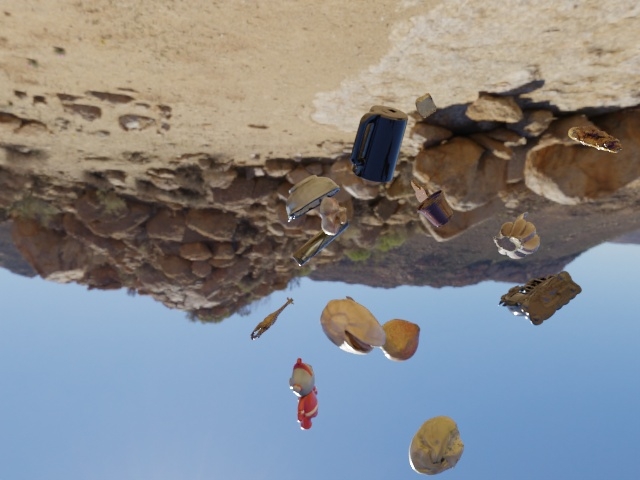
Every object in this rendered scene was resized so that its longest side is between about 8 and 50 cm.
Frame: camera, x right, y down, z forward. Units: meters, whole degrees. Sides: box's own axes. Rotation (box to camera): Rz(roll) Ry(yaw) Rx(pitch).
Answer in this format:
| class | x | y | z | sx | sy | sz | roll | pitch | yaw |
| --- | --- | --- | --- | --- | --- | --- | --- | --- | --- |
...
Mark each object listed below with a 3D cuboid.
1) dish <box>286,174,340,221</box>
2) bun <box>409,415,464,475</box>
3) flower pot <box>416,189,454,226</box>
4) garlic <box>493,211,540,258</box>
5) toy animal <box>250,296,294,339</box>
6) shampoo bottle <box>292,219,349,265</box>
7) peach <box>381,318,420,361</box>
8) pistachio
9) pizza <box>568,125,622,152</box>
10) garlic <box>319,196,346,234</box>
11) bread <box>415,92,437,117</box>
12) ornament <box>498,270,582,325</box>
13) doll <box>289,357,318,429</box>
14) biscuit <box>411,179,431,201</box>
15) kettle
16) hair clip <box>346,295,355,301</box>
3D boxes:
| class | x | y | z | sx | sy | sz | roll | pitch | yaw |
| --- | --- | --- | --- | --- | --- | --- | --- | --- | --- |
| dish | -0.057 | -0.211 | 2.048 | 0.303 | 0.120 | 0.303 | -31 | 178 | -1 |
| bun | 0.449 | 0.787 | 1.689 | 0.210 | 0.237 | 0.116 | 26 | -176 | -25 |
| flower pot | 0.384 | -0.099 | 1.464 | 0.111 | 0.089 | 0.111 | -41 | -173 | 6 |
| garlic | 0.653 | -0.023 | 1.486 | 0.131 | 0.127 | 0.194 | -19 | -153 | 41 |
| toy animal | -0.236 | 0.380 | 2.178 | 0.054 | 0.275 | 0.149 | 43 | 173 | 6 |
| shampoo bottle | 0.000 | 0.000 | 2.407 | 0.350 | 0.084 | 0.125 | -41 | 169 | -12 |
| peach | 0.410 | 0.502 | 2.293 | 0.233 | 0.232 | 0.232 | 3 | -174 | 0 |
| pistachio | 0.133 | 0.349 | 1.783 | 0.318 | 0.193 | 0.213 | 40 | -159 | -37 |
| pizza | 1.043 | -0.389 | 1.691 | 0.194 | 0.069 | 0.154 | 28 | -159 | 25 |
| garlic | 0.055 | -0.113 | 2.088 | 0.124 | 0.174 | 0.099 | 1 | -179 | 10 |
| bread | 0.439 | -0.566 | 1.872 | 0.077 | 0.083 | 0.070 | -28 | -160 | 17 |
| ornament | 0.826 | 0.202 | 1.721 | 0.251 | 0.106 | 0.260 | -38 | -178 | 5 |
| doll | -0.073 | 0.666 | 1.980 | 0.106 | 0.336 | 0.200 | 1 | -158 | 22 |
| biscuit | 0.471 | -0.191 | 1.973 | 0.031 | 0.138 | 0.205 | -29 | -151 | -1 |
| kettle | 0.246 | -0.447 | 2.046 | 0.262 | 0.307 | 0.203 | 1 | -146 | -18 |
| hair clip | 0.153 | 0.314 | 2.061 | 0.022 | 0.137 | 0.054 | -33 | 145 | 25 |
